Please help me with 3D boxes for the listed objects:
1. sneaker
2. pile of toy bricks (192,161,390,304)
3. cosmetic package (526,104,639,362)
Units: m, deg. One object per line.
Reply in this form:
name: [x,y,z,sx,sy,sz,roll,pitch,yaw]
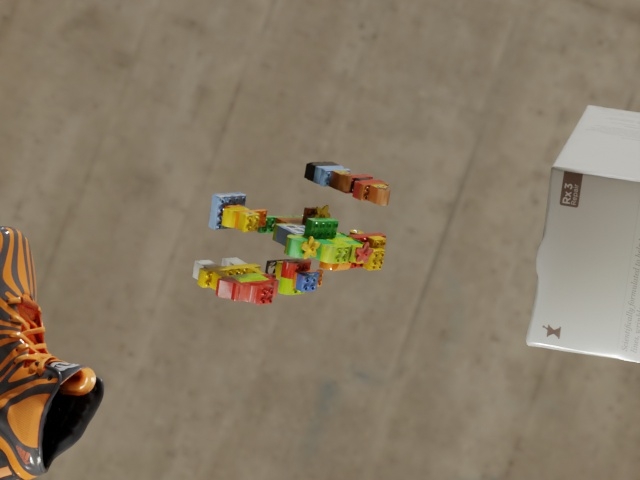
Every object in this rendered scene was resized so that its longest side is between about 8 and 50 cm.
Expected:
sneaker: [-0.339,0.132,2.052,0.124,0.180,0.321,19,66,-54]
pile of toy bricks: [0.000,0.000,1.551,0.212,0.105,0.118,-5,111,-39]
cosmetic package: [0.353,-0.018,2.042,0.385,0.156,0.217,-51,149,-68]
